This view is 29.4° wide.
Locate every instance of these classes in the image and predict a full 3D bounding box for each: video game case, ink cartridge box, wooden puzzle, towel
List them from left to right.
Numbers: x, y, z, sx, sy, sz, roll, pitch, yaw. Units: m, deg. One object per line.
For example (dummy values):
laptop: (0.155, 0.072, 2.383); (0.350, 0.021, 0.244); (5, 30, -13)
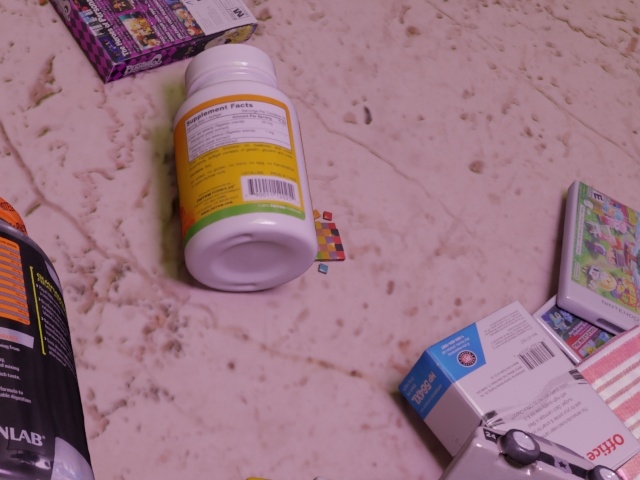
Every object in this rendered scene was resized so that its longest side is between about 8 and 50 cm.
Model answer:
video game case: (-0.219, -0.307, 1.433); (0.210, 0.042, 0.232); (-25, 72, -36)
wooden puzzle: (0.000, 0.000, 1.362); (0.049, 0.006, 0.083); (0, 59, -27)
ink cartridge box: (0.204, 0.182, 1.254); (0.148, 0.086, 0.203); (-22, 65, -37)
video game case: (0.356, 0.117, 1.432); (0.183, 0.023, 0.201); (47, 44, 12)
video game case: (0.380, 0.040, 1.479); (0.193, 0.023, 0.212); (27, 44, -10)
towel: (0.353, 0.203, 1.326); (0.144, 0.029, 0.197); (-28, 71, -23)

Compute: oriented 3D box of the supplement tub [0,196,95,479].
supplement tub: (-0.299, 0.119, 0.976); (0.207, 0.207, 0.338); (4, 40, -24)

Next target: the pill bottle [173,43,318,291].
pill bottle: (-0.084, -0.082, 1.290); (0.136, 0.136, 0.245); (6, 57, -23)

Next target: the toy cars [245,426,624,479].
toy cars: (0.093, 0.243, 1.119); (0.394, 0.176, 0.087); (-13, 30, 4)
